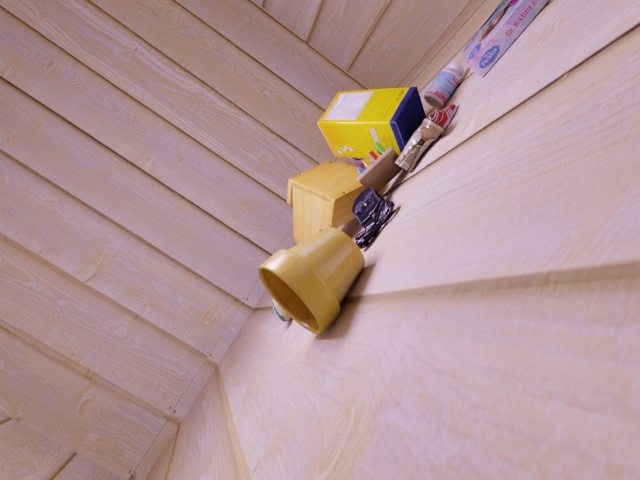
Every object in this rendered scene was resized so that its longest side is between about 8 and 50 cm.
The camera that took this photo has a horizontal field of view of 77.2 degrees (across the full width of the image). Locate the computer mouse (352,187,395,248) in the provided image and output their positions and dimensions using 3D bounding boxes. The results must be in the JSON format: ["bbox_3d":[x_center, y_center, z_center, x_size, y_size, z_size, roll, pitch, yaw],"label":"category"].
[{"bbox_3d":[0.178,-0.088,1.371,0.188,0.072,0.272,-51,21,19],"label":"computer mouse"}]

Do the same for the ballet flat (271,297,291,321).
[{"bbox_3d":[-0.150,0.258,1.784,0.123,0.123,0.348,-56,8,0],"label":"ballet flat"}]

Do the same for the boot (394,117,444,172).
[{"bbox_3d":[0.322,-0.309,1.333,0.165,0.077,0.213,-54,1,5],"label":"boot"}]

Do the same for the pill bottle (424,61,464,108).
[{"bbox_3d":[0.476,-0.595,1.537,0.160,0.087,0.087,-56,8,3],"label":"pill bottle"}]

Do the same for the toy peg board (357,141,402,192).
[{"bbox_3d":[0.205,-0.267,1.461,0.160,0.079,0.161,-43,-29,11],"label":"toy peg board"}]

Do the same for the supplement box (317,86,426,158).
[{"bbox_3d":[0.204,-0.451,1.565,0.356,0.195,0.194,14,63,38],"label":"supplement box"}]

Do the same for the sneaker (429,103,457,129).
[{"bbox_3d":[0.405,-0.423,1.329,0.118,0.067,0.042,-59,9,-23],"label":"sneaker"}]

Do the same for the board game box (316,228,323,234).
[{"bbox_3d":[-0.019,0.115,1.413,0.281,0.145,0.027,-56,7,-2],"label":"board game box"}]

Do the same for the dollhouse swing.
[{"bbox_3d":[0.053,-0.120,1.702,0.315,0.305,0.347,-29,33,-23],"label":"dollhouse swing"}]

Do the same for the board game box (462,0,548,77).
[{"bbox_3d":[0.607,-0.716,1.312,0.318,0.066,0.319,-51,9,33],"label":"board game box"}]

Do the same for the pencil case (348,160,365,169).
[{"bbox_3d":[0.174,-0.334,2.178,0.124,0.124,0.284,-51,12,35],"label":"pencil case"}]

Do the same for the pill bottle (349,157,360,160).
[{"bbox_3d":[0.253,-0.497,1.829,0.334,0.188,0.188,-12,41,51],"label":"pill bottle"}]

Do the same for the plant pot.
[{"bbox_3d":[-0.010,0.096,1.155,0.239,0.254,0.254,-43,2,-23],"label":"plant pot"}]
